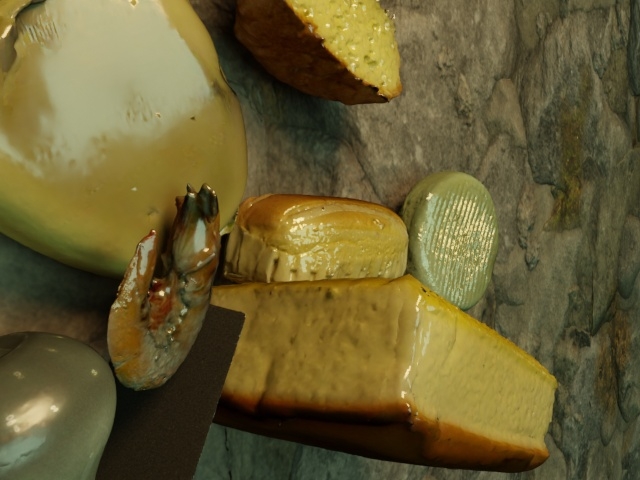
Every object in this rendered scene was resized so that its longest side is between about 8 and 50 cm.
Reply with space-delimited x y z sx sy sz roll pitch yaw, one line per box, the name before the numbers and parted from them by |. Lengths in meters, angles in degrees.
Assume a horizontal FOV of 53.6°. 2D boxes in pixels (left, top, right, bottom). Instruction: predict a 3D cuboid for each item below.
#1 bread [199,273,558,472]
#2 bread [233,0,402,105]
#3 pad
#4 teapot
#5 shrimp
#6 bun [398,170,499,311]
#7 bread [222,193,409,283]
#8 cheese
bread | 0.040 0.153 0.672 0.333 0.323 0.143 31 62 -44
bread | -0.016 -0.244 0.718 0.260 0.134 0.129 36 56 -49
pad | -0.156 0.154 0.587 0.003 0.142 0.212 40 64 -56
teapot | -0.215 0.202 0.477 0.183 0.183 0.251 -33 110 -41
shrimp | -0.123 0.040 0.526 0.132 0.051 0.188 -40 144 -76
bun | 0.187 0.001 0.980 0.221 0.108 0.221 -2 93 -39
bread | 0.000 0.000 0.746 0.236 0.140 0.106 0 97 -48
cheese | -0.174 -0.092 0.564 0.260 0.128 0.316 -54 133 -16
